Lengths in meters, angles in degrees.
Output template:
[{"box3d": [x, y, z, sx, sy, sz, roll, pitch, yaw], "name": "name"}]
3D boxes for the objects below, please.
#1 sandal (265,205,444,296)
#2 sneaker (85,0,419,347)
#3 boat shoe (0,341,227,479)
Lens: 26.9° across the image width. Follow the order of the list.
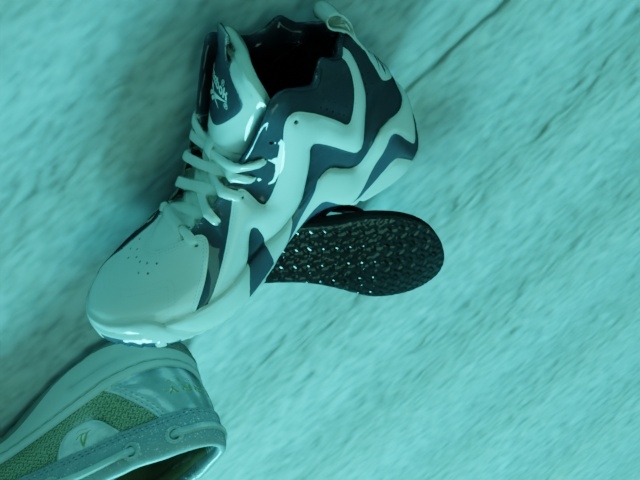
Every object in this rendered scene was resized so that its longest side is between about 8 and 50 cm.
[{"box3d": [0.000, 0.000, 0.909, 0.179, 0.040, 0.067, 3, 123, -17], "name": "sandal"}, {"box3d": [-0.058, -0.050, 0.776, 0.235, 0.094, 0.153, -32, 138, -3], "name": "sneaker"}, {"box3d": [-0.195, 0.200, 0.915, 0.320, 0.103, 0.118, -42, 139, 8], "name": "boat shoe"}]
